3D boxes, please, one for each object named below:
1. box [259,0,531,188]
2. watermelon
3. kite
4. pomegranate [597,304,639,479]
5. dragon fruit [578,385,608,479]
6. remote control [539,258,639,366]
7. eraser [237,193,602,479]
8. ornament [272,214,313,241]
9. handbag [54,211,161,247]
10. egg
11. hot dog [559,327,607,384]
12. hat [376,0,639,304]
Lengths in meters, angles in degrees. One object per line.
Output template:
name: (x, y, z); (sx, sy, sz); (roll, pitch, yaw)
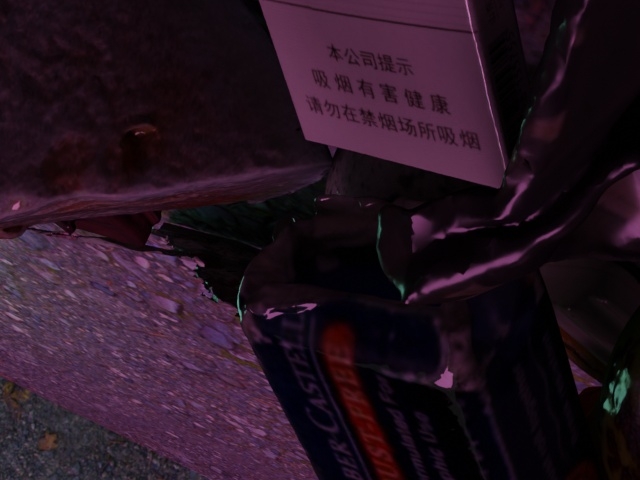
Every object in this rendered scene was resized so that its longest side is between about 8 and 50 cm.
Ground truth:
box: (0.017, -0.137, 0.536); (0.139, 0.035, 0.245); (20, 142, 39)
watermelon: (-0.196, -0.086, 0.727); (0.387, 0.258, 0.228); (32, 156, -3)
kite: (-0.074, 0.019, 1.023); (0.368, 0.014, 0.406); (11, -174, -16)
pomegranate: (0.273, 0.121, 0.678); (0.254, 0.270, 0.254); (29, -168, -7)
dragon fruit: (0.222, 0.218, 0.902); (0.224, 0.227, 0.224); (19, 157, 8)
remote control: (0.247, 0.086, 0.916); (0.230, 0.049, 0.090); (37, 160, -31)
eraser: (0.074, 0.127, 0.706); (0.155, 0.101, 0.332); (9, 136, 36)
ornament: (-0.001, -0.001, 1.007); (0.092, 0.041, 0.068); (18, 173, -28)
handbag: (-0.214, -0.085, 0.932); (0.225, 0.135, 0.146); (18, 165, 14)
egg: (0.068, -0.028, 0.735); (0.132, 0.132, 0.172); (20, 147, 17)
hot dog: (0.216, 0.085, 0.980); (0.044, 0.028, 0.137); (-23, 132, 39)
hat: (0.215, -0.097, 0.418); (0.366, 0.257, 0.382); (7, 119, 3)
